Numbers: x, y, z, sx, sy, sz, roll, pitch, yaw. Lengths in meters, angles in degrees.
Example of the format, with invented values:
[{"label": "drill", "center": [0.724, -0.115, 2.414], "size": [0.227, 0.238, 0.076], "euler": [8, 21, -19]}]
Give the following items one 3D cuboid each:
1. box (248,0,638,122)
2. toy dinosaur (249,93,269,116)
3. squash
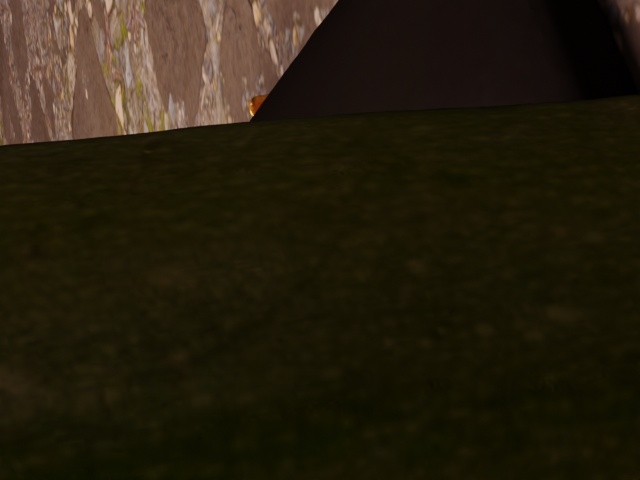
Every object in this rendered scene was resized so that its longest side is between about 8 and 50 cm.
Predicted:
[{"label": "box", "center": [0.052, 0.006, 0.920], "size": [0.289, 0.073, 0.290], "euler": [-51, 45, 41]}, {"label": "toy dinosaur", "center": [0.000, 0.000, 1.229], "size": [0.288, 0.070, 0.117], "euler": [94, 161, -48]}, {"label": "squash", "center": [0.027, 0.089, 0.606], "size": [0.263, 0.384, 0.263], "euler": [174, 90, -77]}]
